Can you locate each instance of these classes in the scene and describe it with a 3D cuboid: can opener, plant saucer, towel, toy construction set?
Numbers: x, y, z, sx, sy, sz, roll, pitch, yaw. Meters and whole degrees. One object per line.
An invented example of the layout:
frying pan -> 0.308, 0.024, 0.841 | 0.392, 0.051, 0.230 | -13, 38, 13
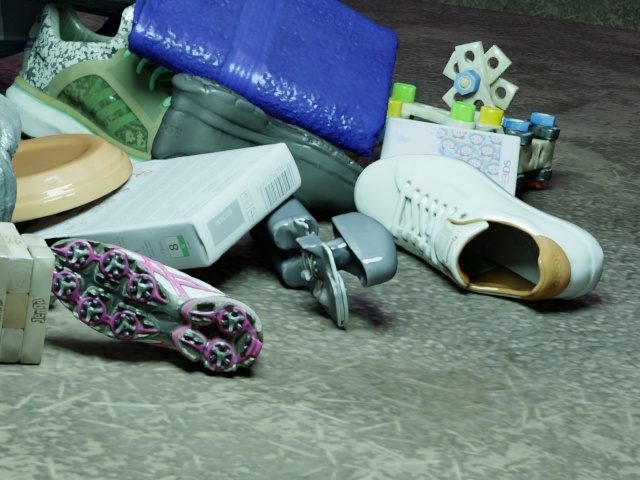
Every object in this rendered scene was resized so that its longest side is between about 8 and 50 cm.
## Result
can opener -> 0.000, 0.000, 1.547 | 0.095, 0.076, 0.283 | -15, 20, -10
plant saucer -> -0.286, -0.065, 1.613 | 0.200, 0.037, 0.200 | -9, 19, 3
towel -> -0.066, -0.222, 1.880 | 0.308, 0.076, 0.228 | 24, 42, -11
toy construction set -> 0.175, -0.137, 2.045 | 0.215, 0.151, 0.327 | 15, 28, 24

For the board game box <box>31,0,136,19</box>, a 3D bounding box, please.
board game box -> -0.271, -0.330, 2.027 | 0.336, 0.079, 0.253 | 7, 1, -39

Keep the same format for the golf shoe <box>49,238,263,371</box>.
golf shoe -> -0.136, 0.052, 1.316 | 0.186, 0.067, 0.086 | 25, 3, -7

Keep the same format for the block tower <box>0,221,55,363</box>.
block tower -> -0.377, 0.035, 1.227 | 0.335, 0.097, 0.091 | 4, 16, -21

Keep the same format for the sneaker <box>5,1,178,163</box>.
sneaker -> -0.205, -0.180, 1.903 | 0.410, 0.182, 0.158 | 18, 18, 28

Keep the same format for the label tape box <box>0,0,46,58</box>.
label tape box -> -0.549, -0.293, 2.127 | 0.347, 0.115, 0.249 | -4, -1, -40

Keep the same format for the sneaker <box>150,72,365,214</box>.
sneaker -> -0.064, -0.072, 1.745 | 0.286, 0.130, 0.109 | 25, 3, -33

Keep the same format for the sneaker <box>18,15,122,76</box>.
sneaker -> -0.241, -0.221, 2.132 | 0.296, 0.131, 0.112 | 3, 15, -24

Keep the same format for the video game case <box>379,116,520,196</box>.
video game case -> 0.144, -0.073, 1.859 | 0.157, 0.019, 0.143 | 9, 53, 3

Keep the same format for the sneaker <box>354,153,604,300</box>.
sneaker -> 0.134, -0.018, 1.640 | 0.290, 0.106, 0.123 | 21, 18, 35

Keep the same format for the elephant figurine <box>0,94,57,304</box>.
elephant figurine -> -0.330, -0.063, 1.416 | 0.239, 0.186, 0.169 | 2, 47, 23

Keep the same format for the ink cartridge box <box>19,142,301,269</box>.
ink cartridge box -> -0.156, -0.026, 1.560 | 0.224, 0.056, 0.181 | -8, 22, 33

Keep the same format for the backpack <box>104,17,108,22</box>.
backpack -> -0.253, -0.310, 2.459 | 0.158, 0.117, 0.173 | 0, 18, -26
